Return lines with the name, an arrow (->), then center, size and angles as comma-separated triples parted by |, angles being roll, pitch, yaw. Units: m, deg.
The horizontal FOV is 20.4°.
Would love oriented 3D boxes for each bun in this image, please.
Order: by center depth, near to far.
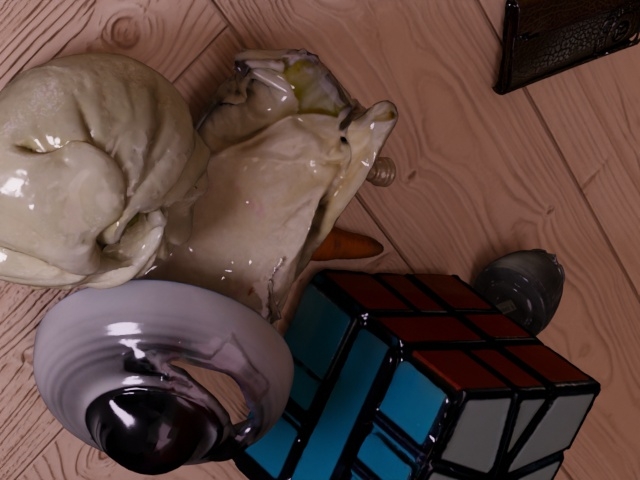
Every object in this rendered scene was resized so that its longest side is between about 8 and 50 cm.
bun -> -0.216, -0.053, 1.678 | 0.259, 0.160, 0.259 | -25, 133, -30

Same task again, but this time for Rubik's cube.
Rubik's cube -> 0.110, 0.220, 2.145 | 0.293, 0.283, 0.288 | 7, 116, -45

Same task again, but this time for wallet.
wallet -> 0.314, -0.262, 2.160 | 0.243, 0.039, 0.133 | -22, 135, -34

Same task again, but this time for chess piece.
chess piece -> 0.043, -0.081, 2.032 | 0.092, 0.035, 0.035 | 2, 119, -43

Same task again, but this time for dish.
dish -> -0.166, 0.173, 1.813 | 0.273, 0.134, 0.273 | 2, 140, 2

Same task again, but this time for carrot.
carrot -> 0.000, 0.000, 2.044 | 0.061, 0.061, 0.257 | -58, 151, 9

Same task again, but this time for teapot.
teapot -> 0.272, 0.076, 2.344 | 0.108, 0.111, 0.149 | -38, 138, -40

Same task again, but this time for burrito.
burrito -> -0.063, -0.048, 1.855 | 0.332, 0.190, 0.135 | -60, 179, 16
